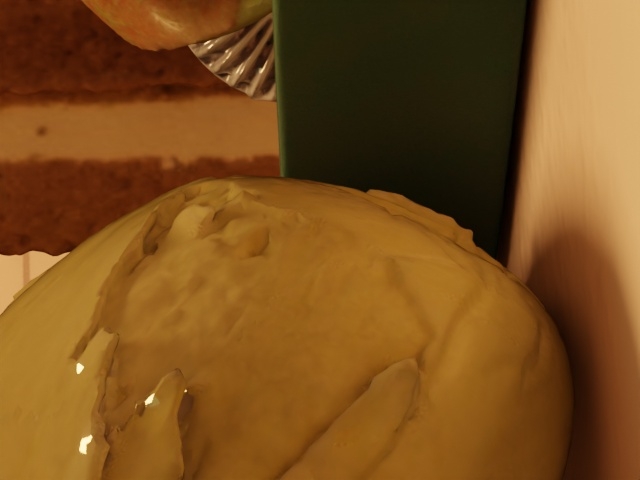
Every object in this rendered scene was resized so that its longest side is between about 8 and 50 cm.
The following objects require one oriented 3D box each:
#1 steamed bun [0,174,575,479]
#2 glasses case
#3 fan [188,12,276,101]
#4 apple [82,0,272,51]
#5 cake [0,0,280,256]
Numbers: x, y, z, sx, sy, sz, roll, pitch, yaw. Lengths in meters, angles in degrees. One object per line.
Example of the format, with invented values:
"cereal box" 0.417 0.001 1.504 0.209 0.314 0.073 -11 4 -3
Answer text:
"steamed bun" -0.043 0.084 0.505 0.232 0.166 0.273 -63 2 -4
"glasses case" 0.024 -0.042 0.566 0.184 0.077 0.039 88 180 -54
"fan" 0.003 -0.077 0.851 0.074 0.130 0.244 -132 27 -79
"apple" -0.031 -0.172 0.645 0.207 0.174 0.188 -45 1 25
"cake" -0.089 -0.164 1.032 0.256 0.282 0.290 -99 8 -53
